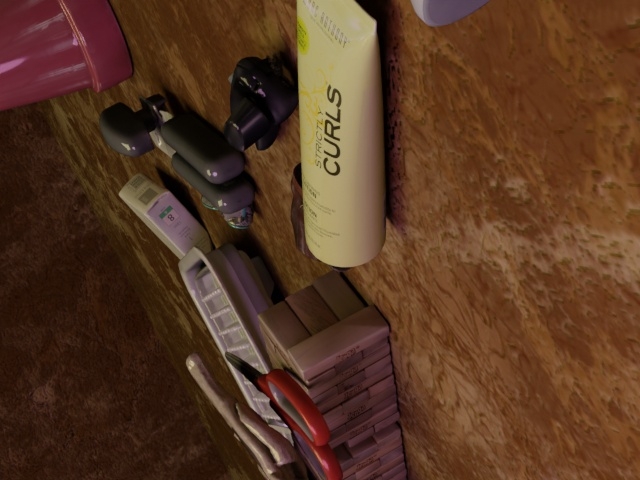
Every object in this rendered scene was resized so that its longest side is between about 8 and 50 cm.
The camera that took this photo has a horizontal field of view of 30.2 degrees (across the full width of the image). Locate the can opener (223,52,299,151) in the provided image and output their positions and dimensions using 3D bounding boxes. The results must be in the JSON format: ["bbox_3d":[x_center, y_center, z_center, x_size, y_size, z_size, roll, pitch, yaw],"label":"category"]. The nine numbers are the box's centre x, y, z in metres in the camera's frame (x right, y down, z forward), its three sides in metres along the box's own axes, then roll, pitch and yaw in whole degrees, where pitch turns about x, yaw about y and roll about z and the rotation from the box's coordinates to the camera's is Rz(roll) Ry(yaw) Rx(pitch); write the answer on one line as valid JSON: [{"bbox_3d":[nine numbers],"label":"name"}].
[{"bbox_3d":[-0.056,-0.109,0.974,0.059,0.073,0.186,54,175,-1],"label":"can opener"}]

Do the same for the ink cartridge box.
[{"bbox_3d":[-0.185,0.007,1.712,0.225,0.056,0.181,47,172,-23],"label":"ink cartridge box"}]

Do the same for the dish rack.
[{"bbox_3d":[-0.063,0.150,1.465,0.333,0.072,0.285,61,167,0],"label":"dish rack"}]

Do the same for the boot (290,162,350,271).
[{"bbox_3d":[0.000,0.000,1.019,0.114,0.037,0.106,100,152,-64],"label":"boot"}]

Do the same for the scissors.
[{"bbox_3d":[-0.052,0.133,1.134,0.297,0.021,0.109,41,157,57],"label":"scissors"}]

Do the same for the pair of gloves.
[{"bbox_3d":[-0.039,0.225,1.184,0.204,0.042,0.240,45,168,42],"label":"pair of gloves"}]

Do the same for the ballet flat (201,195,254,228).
[{"bbox_3d":[-0.101,-0.047,1.307,0.114,0.041,0.041,35,151,60],"label":"ballet flat"}]

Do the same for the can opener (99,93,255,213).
[{"bbox_3d":[-0.160,-0.095,1.317,0.280,0.093,0.074,33,148,54],"label":"can opener"}]

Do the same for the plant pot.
[{"bbox_3d":[-0.366,-0.261,1.524,0.201,0.180,0.201,55,165,23],"label":"plant pot"}]

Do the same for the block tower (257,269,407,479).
[{"bbox_3d":[0.018,0.166,1.168,0.097,0.091,0.335,51,162,34],"label":"block tower"}]

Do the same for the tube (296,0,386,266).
[{"bbox_3d":[0.012,-0.079,0.792,0.070,0.062,0.240,14,142,13],"label":"tube"}]

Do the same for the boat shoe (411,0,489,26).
[{"bbox_3d":[0.056,-0.168,0.458,0.083,0.065,0.183,57,159,21],"label":"boat shoe"}]
